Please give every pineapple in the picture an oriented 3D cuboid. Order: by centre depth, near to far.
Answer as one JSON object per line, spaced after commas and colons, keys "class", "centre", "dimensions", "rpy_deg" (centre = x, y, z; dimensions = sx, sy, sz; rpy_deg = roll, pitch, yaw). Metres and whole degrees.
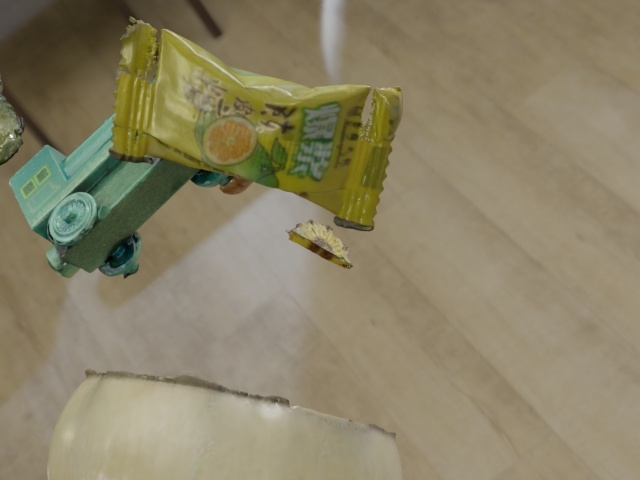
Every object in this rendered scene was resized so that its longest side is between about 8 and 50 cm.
{"class": "pineapple", "centre": [0.000, 0.000, 1.418], "dimensions": [0.019, 0.083, 0.045], "rpy_deg": [-48, 26, 35]}

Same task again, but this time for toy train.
{"class": "toy train", "centre": [-0.234, -0.094, 1.543], "dimensions": [0.298, 0.120, 0.194], "rpy_deg": [-42, 48, 7]}

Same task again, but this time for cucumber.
{"class": "cucumber", "centre": [-0.352, -0.140, 1.273], "dimensions": [0.303, 0.081, 0.072], "rpy_deg": [-138, 61, -64]}

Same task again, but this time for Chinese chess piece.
{"class": "Chinese chess piece", "centre": [-0.088, 0.220, 1.213], "dimensions": [0.338, 0.338, 0.140], "rpy_deg": [4, 75, 35]}

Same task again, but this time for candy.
{"class": "candy", "centre": [-0.069, -0.114, 1.313], "dimensions": [0.297, 0.187, 0.081], "rpy_deg": [13, 40, -2]}

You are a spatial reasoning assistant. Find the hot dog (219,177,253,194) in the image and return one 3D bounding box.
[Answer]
{"class": "hot dog", "centre": [-0.098, -0.121, 1.740], "dimensions": [0.165, 0.045, 0.071], "rpy_deg": [-42, 57, 50]}
